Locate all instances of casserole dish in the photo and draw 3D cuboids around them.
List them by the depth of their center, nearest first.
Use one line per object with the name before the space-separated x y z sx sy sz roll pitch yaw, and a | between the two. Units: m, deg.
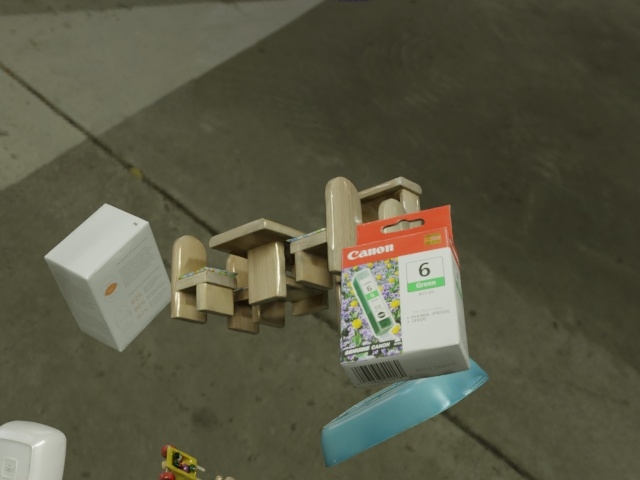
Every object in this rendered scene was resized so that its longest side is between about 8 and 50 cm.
casserole dish | 0.073 0.157 0.768 0.114 0.188 0.037 -18 75 -56

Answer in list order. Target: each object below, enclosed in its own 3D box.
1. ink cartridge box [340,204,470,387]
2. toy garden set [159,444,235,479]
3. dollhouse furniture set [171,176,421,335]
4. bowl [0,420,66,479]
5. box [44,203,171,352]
ink cartridge box | 0.044 0.021 0.445 0.063 0.029 0.115 -12 48 16
toy garden set | -0.190 0.470 1.401 0.244 0.049 0.204 31 31 -27
dollhouse furniture set | 0.000 0.000 0.841 0.242 0.212 0.161 19 61 -46
bowl | -0.491 0.371 1.325 0.142 0.142 0.053 4 -8 27
box | -0.308 0.056 1.207 0.091 0.170 0.130 22 52 27
